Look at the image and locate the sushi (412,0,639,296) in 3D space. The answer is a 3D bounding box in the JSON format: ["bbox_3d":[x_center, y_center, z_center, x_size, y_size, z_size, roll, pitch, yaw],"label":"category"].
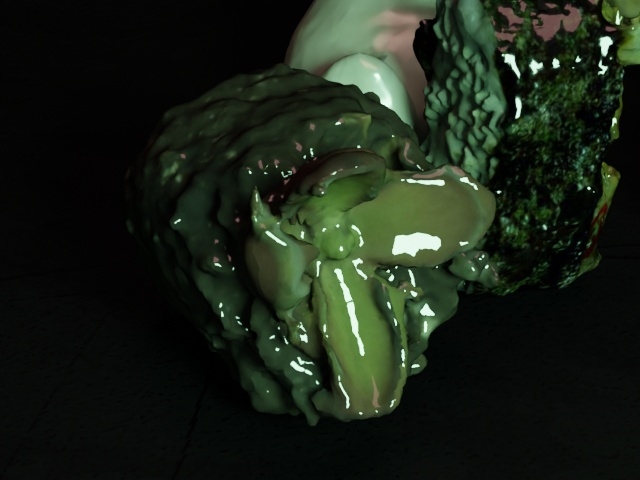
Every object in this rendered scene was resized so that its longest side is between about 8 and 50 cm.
[{"bbox_3d":[0.125,-0.072,1.203,0.115,0.212,0.147,-12,33,-22],"label":"sushi"}]

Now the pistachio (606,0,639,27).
[{"bbox_3d":[0.266,-0.224,1.540,0.124,0.124,0.185,4,38,3],"label":"pistachio"}]

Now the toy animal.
[{"bbox_3d":[0.070,-0.219,1.308,0.196,0.367,0.241,13,23,11],"label":"toy animal"}]

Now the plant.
[{"bbox_3d":[0.000,0.000,1.110,0.178,0.204,0.234,-30,32,-25],"label":"plant"}]
